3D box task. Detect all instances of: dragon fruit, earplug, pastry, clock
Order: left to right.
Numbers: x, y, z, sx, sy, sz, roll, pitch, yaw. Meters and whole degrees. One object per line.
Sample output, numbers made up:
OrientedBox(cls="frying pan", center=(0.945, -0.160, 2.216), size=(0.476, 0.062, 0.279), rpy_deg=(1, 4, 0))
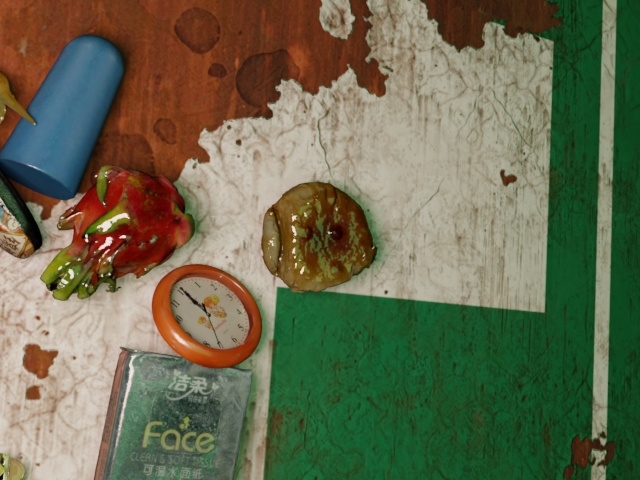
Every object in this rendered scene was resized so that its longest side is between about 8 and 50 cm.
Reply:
OrientedBox(cls="earplug", center=(-0.410, -0.216, 1.338), size=(0.132, 0.132, 0.272), rpy_deg=(28, 69, -24))
OrientedBox(cls="dragon fruit", center=(-0.332, 0.000, 1.343), size=(0.269, 0.198, 0.200), rpy_deg=(-58, 156, -14))
OrientedBox(cls="clock", center=(-0.196, 0.131, 1.424), size=(0.205, 0.051, 0.205), rpy_deg=(23, 42, -22))
OrientedBox(cls="pastry", center=(0.000, 0.000, 1.557), size=(0.229, 0.100, 0.218), rpy_deg=(21, 76, -25))

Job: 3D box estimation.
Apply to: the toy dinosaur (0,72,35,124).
OrientedBox(cls="toy dinosaur", center=(-0.504, -0.242, 1.290), size=(0.162, 0.039, 0.126), rpy_deg=(5, 73, 14))

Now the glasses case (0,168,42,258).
OrientedBox(cls="glasses case", center=(-0.543, -0.106, 1.252), size=(0.082, 0.122, 0.321), rpy_deg=(-43, 106, -26))

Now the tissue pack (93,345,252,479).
OrientedBox(cls="tissue pack", center=(-0.256, 0.353, 1.383), size=(0.228, 0.103, 0.315), rpy_deg=(14, 80, -29))

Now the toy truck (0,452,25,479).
OrientedBox(cls="toy truck", center=(-0.497, 0.398, 1.258), size=(0.116, 0.085, 0.191), rpy_deg=(-45, 110, -34))
